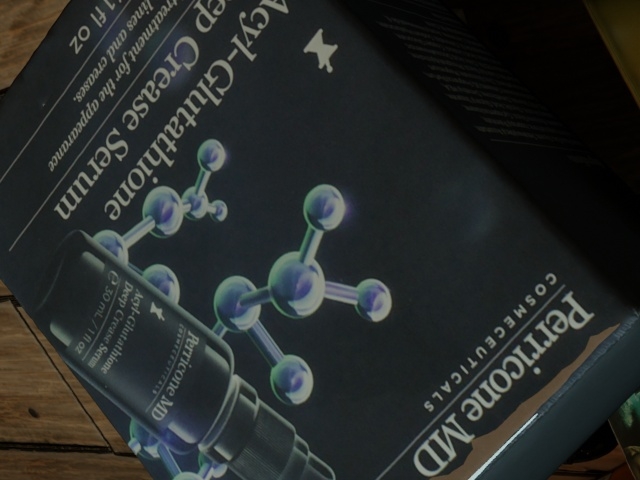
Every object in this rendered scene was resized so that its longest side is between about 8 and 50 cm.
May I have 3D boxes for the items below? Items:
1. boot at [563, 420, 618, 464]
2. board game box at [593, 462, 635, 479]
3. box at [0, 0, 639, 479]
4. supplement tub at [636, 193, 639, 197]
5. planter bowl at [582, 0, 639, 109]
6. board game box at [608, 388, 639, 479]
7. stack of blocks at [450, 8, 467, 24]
[{"bbox_3d":[0.113,0.149,1.159,0.246,0.094,0.207,12,159,-33],"label":"boot"},{"bbox_3d":[0.344,0.374,1.024,0.356,0.356,0.356,43,143,0],"label":"board game box"},{"bbox_3d":[0.000,0.000,0.863,0.395,0.212,0.293,48,112,20],"label":"box"},{"bbox_3d":[0.171,0.036,0.960,0.190,0.117,0.117,-11,120,23],"label":"supplement tub"},{"bbox_3d":[0.253,-0.081,0.854,0.090,0.217,0.217,-29,107,15],"label":"planter bowl"},{"bbox_3d":[0.250,0.088,1.033,0.126,0.026,0.186,-48,58,52],"label":"board game box"},{"bbox_3d":[0.061,-0.030,1.089,0.171,0.087,0.297,0,127,31],"label":"stack of blocks"}]
